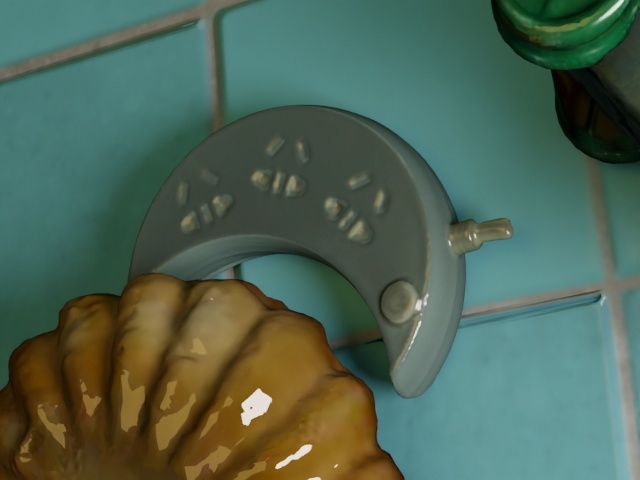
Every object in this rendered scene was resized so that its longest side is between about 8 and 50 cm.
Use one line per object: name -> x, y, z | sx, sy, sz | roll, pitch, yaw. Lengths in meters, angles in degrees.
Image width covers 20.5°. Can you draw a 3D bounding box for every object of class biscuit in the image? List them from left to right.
biscuit -> -0.099, 0.181, 1.052 | 0.325, 0.107, 0.326 | -1, 87, 30

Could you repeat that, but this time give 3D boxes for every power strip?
power strip -> 0.000, 0.000, 1.092 | 0.253, 0.054, 0.167 | 10, 84, 32

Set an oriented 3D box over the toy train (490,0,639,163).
toy train -> 0.253, -0.106, 0.908 | 0.249, 0.178, 0.429 | -40, 62, 5
